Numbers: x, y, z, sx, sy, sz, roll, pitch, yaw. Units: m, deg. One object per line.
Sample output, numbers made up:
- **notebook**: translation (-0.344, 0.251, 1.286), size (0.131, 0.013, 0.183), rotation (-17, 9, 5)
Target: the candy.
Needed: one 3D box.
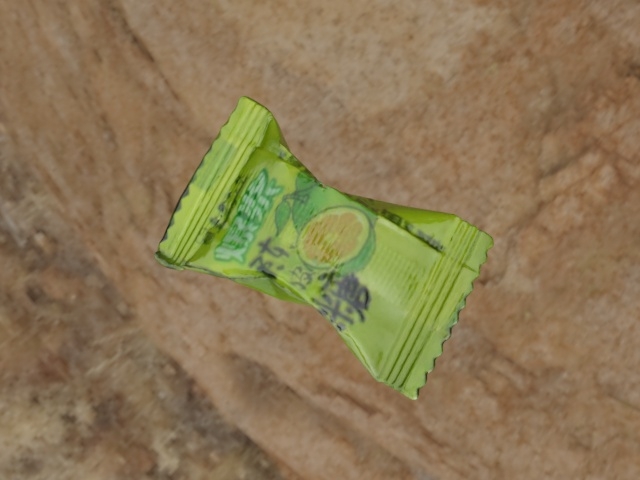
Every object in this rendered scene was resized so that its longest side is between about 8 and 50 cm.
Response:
- **candy**: translation (0.000, 0.000, 0.978), size (0.246, 0.069, 0.149), rotation (28, 85, 14)
